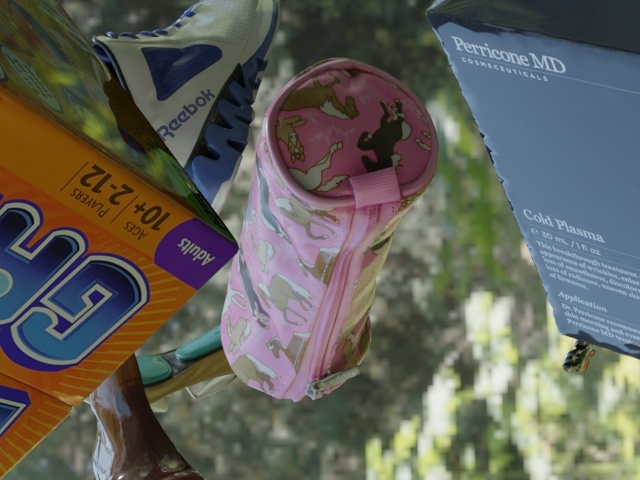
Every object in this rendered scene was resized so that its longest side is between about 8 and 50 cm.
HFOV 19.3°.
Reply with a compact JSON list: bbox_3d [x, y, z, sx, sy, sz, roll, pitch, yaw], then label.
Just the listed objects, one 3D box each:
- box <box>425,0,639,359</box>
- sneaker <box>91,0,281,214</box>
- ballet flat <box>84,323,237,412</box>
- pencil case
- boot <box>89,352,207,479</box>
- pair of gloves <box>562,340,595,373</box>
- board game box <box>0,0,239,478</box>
[{"bbox_3d":[0.290,-0.058,1.206,0.179,0.343,0.312,-49,-46,-24],"label":"box"},{"bbox_3d":[-0.153,-0.175,1.879,0.315,0.182,0.127,-81,19,-44],"label":"sneaker"},{"bbox_3d":[-0.168,0.161,2.184,0.080,0.232,0.073,-139,34,-59],"label":"ballet flat"},{"bbox_3d":[0.000,0.000,1.740,0.160,0.167,0.386,-46,-15,-31],"label":"pencil case"},{"bbox_3d":[-0.195,0.157,1.997,0.264,0.096,0.280,169,93,-75],"label":"boot"},{"bbox_3d":[0.212,0.066,1.454,0.083,0.010,0.074,-61,-19,4],"label":"pair of gloves"},{"bbox_3d":[-0.355,-0.048,1.369,0.356,0.356,0.356,52,-171,35],"label":"board game box"}]
